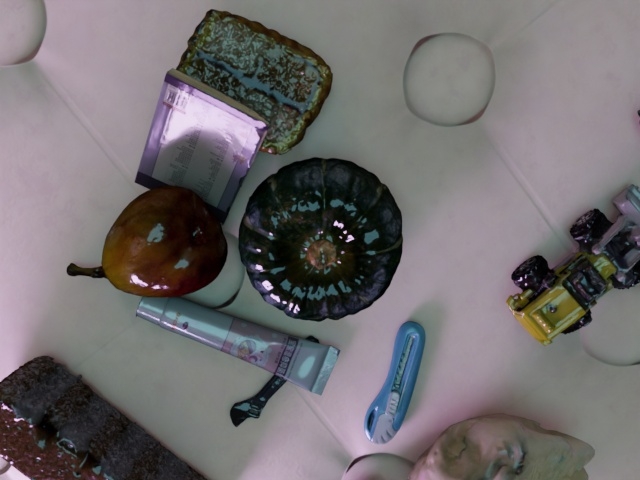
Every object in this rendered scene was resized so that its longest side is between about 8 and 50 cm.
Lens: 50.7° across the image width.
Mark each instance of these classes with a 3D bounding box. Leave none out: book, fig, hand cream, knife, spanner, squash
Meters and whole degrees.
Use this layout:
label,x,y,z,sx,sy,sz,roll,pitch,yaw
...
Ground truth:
label,x,y,z,sx,sy,sz,roll,pitch,yaw
book,-0.180,-0.132,1.007,0.158,0.026,0.231,27,136,-6
fig,-0.285,0.022,1.050,0.274,0.145,0.170,-18,120,21
hand cream,-0.136,0.158,1.108,0.331,0.058,0.085,21,92,-7
knife,0.125,0.240,1.126,0.064,0.031,0.221,17,99,2
spanner,-0.078,0.238,1.138,0.046,0.012,0.208,42,97,-5
squash,0.000,0.000,1.020,0.252,0.165,0.252,0,102,2

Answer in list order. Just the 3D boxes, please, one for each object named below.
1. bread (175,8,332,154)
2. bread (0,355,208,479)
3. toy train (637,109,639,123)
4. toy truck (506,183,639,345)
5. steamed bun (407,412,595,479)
label,x,y,z,sx,sy,sz,roll,pitch,yaw
bread,-0.104,-0.231,1.019,0.222,0.096,0.181,24,100,-5
bread,-0.346,0.358,1.086,0.417,0.165,0.113,40,103,-6
toy train,0.620,-0.110,0.979,0.139,0.178,0.330,-37,90,1
toy truck,0.425,0.042,1.051,0.286,0.111,0.136,-42,95,4
steamed bun,0.268,0.399,1.076,0.280,0.207,0.267,18,91,-33
